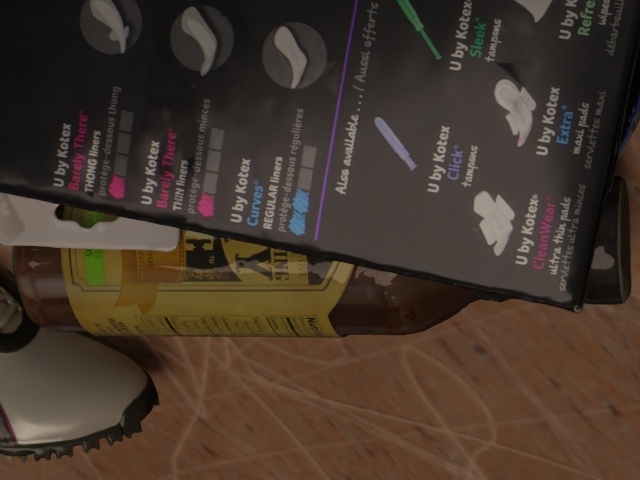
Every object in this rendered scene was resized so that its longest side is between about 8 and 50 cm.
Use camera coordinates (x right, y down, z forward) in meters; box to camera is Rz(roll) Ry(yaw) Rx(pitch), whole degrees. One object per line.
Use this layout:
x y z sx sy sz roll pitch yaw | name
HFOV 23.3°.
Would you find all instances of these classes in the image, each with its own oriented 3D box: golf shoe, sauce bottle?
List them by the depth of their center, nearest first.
0.000 0.000 0.883 0.345 0.111 0.111 -2 125 15 | sauce bottle
-0.235 0.058 0.995 0.273 0.105 0.120 14 120 5 | golf shoe

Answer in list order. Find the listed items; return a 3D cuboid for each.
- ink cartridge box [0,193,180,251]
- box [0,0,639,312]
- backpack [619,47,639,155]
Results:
-0.133 -0.091 0.821 0.115 0.067 0.198 2 95 14 | ink cartridge box
-0.003 -0.078 0.677 0.270 0.165 0.143 11 102 8 | box
0.121 -0.094 0.793 0.105 0.084 0.114 13 121 9 | backpack
